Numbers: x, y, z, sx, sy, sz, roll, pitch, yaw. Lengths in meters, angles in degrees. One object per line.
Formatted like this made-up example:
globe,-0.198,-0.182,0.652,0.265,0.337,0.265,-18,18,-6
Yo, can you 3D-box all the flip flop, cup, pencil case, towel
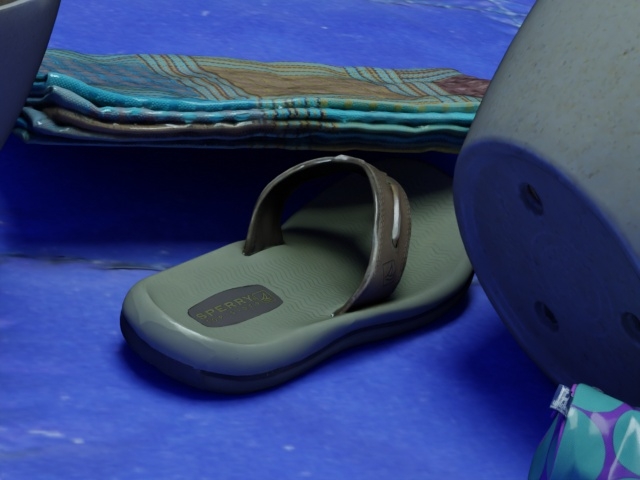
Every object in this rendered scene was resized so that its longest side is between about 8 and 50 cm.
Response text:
flip flop,0.000,0.000,1.040,0.112,0.080,0.277,26,28,28
cup,0.209,-0.034,0.993,0.237,0.331,0.331,-33,43,-20
pencil case,0.172,0.111,0.894,0.152,0.064,0.070,16,61,7
towel,-0.030,-0.090,1.200,0.370,0.040,0.271,0,11,-23

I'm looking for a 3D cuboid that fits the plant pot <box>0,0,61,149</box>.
plant pot,-0.273,-0.065,0.920,0.284,0.191,0.284,11,24,-5
